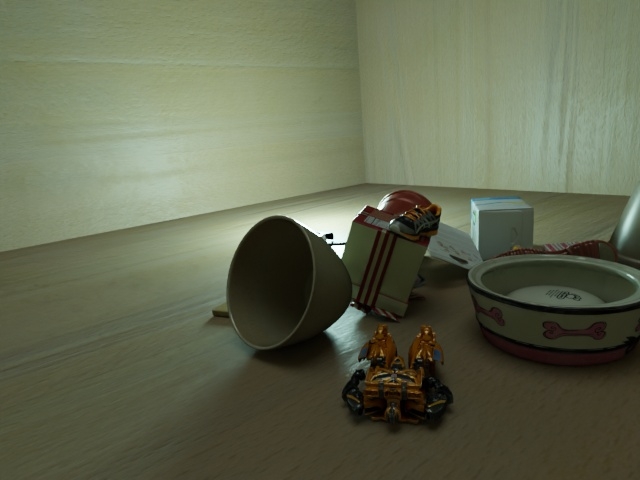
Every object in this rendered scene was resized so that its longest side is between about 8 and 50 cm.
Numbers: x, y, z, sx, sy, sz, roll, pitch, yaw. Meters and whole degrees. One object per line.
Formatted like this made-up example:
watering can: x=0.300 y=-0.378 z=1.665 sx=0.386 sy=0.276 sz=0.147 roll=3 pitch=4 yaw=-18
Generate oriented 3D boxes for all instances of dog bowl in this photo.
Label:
dog bowl: x=0.562 y=0.156 z=1.151 sx=0.407 sy=0.151 sz=0.408 roll=-4 pitch=13 yaw=1

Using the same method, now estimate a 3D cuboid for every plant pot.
plant pot: x=1.055 y=-0.039 z=1.463 sx=0.322 sy=0.281 sz=0.323 roll=-3 pitch=17 yaw=1
plant pot: x=0.283 y=-0.024 z=1.827 sx=0.272 sy=0.273 sz=0.265 roll=4 pitch=24 yaw=32

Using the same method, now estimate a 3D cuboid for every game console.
game console: x=0.000 y=0.000 z=2.192 sx=0.213 sy=0.044 sz=0.361 roll=-13 pitch=12 yaw=-31

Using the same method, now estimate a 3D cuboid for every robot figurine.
robot figurine: x=0.157 y=0.263 z=0.969 sx=0.210 sy=0.085 sz=0.291 roll=-2 pitch=13 yaw=14

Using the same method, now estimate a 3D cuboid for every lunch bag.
lunch bag: x=0.294 y=0.124 z=1.591 sx=0.083 sy=0.053 sz=0.071 roll=-2 pitch=11 yaw=-30

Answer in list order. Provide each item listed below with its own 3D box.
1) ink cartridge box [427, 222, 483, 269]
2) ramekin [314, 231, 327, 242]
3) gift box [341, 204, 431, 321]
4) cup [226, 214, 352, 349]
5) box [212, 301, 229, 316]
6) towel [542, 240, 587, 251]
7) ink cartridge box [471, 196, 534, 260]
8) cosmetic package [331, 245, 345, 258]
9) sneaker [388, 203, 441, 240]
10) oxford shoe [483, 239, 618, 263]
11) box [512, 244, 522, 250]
ink cartridge box: x=0.433 y=0.028 z=1.647 sx=0.274 sy=0.060 sz=0.239 roll=19 pitch=36 yaw=-23
ramekin: x=-0.066 y=0.032 z=1.977 sx=0.206 sy=0.109 sz=0.207 roll=-4 pitch=13 yaw=1
gift box: x=0.195 y=0.076 z=1.407 sx=0.276 sy=0.258 sz=0.255 roll=23 pitch=21 yaw=14
cup: x=-0.054 y=0.123 z=1.256 sx=0.330 sy=0.332 sz=0.236 roll=9 pitch=-5 yaw=45
box: x=-0.206 y=0.204 z=1.488 sx=0.201 sy=0.021 sz=0.164 roll=1 pitch=14 yaw=25
towel: x=0.947 y=0.039 z=1.789 sx=0.196 sy=0.030 sz=0.144 roll=-4 pitch=13 yaw=13
ink cartridge box: x=0.699 y=-0.050 z=1.868 sx=0.196 sy=0.199 sz=0.270 roll=-1 pitch=13 yaw=12
cosmetic package: x=0.066 y=0.086 z=1.761 sx=0.117 sy=0.086 sz=0.231 roll=-7 pitch=12 yaw=-9
sneaker: x=0.260 y=-0.056 z=1.309 sx=0.084 sy=0.083 sz=0.214 roll=32 pitch=27 yaw=32
oxford shoe: x=0.684 y=0.100 z=1.480 sx=0.396 sy=0.141 sz=0.146 roll=-7 pitch=-18 yaw=10
box: x=0.668 y=0.068 z=1.634 sx=0.028 sy=0.081 sz=0.136 roll=1 pitch=14 yaw=27
